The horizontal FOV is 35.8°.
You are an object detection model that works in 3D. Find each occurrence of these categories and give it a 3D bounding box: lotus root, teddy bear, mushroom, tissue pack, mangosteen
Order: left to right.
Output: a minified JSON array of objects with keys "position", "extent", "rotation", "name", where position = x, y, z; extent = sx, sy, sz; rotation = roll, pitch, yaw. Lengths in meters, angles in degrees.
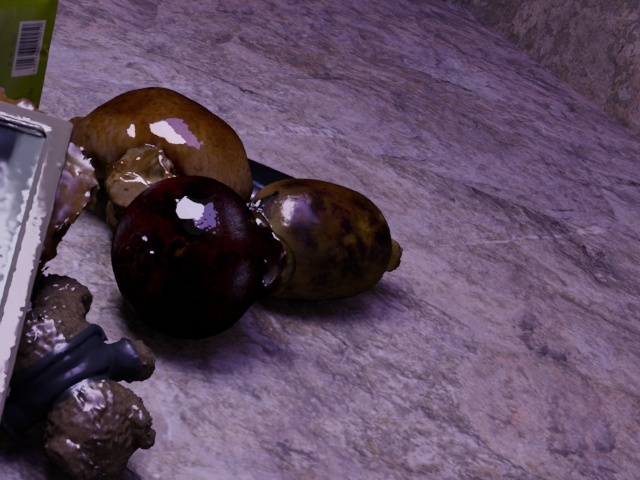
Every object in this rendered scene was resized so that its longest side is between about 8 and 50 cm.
[{"position":[-0.486,-0.220,1.306],"extent":[0.167,0.275,0.200],"rotation":[35,30,27],"name":"tissue pack"},{"position":[-0.264,0.126,0.976],"extent":[0.182,0.129,0.251],"rotation":[-35,57,-17],"name":"teddy bear"},{"position":[-0.221,-0.107,1.382],"extent":[0.263,0.195,0.283],"rotation":[21,25,-14],"name":"mushroom"},{"position":[-0.151,0.019,1.194],"extent":[0.209,0.210,0.210],"rotation":[17,26,-9],"name":"mangosteen"},{"position":[0.000,0.000,1.371],"extent":[0.314,0.170,0.141],"rotation":[4,-11,-36],"name":"lotus root"}]

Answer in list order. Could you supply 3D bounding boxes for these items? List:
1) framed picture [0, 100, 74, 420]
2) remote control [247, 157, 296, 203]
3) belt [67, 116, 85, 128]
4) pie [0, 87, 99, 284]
[{"position":[-0.405,-0.001,0.849],"extent":[0.326,0.028,0.446],"rotation":[15,45,-18],"name":"framed picture"},{"position":[-0.163,-0.116,1.592],"extent":[0.398,0.062,0.144],"rotation":[24,25,6],"name":"remote control"},{"position":[-0.369,-0.158,1.520],"extent":[0.036,0.059,0.083],"rotation":[28,26,15],"name":"belt"},{"position":[-0.414,-0.051,1.007],"extent":[0.354,0.103,0.289],"rotation":[17,58,-13],"name":"pie"}]
